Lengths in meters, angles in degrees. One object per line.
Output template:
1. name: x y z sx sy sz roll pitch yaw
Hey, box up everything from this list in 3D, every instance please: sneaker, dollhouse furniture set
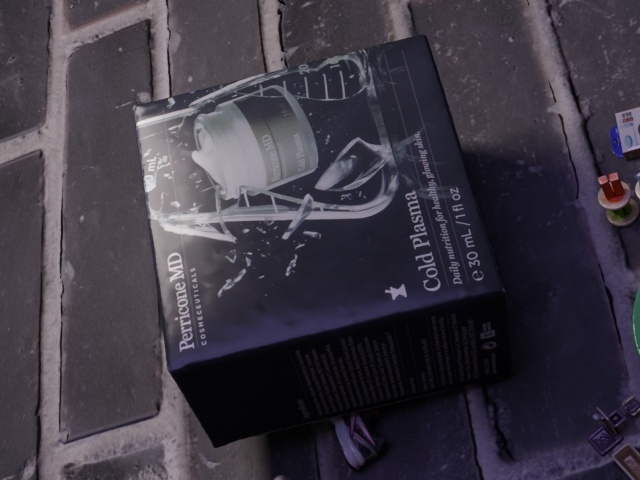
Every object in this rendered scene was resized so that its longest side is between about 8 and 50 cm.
1. sneaker: 0.050 0.268 1.943 0.077 0.072 0.178 -23 60 -3
2. dollhouse furniture set: 0.428 0.270 1.730 0.091 0.081 0.114 -39 51 0

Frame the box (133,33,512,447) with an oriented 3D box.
1. box: 0.000 0.000 1.905 0.472 0.297 0.480 -15 58 3

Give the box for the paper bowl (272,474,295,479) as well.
1. paper bowl: -0.030 0.472 1.702 0.148 0.284 0.284 -35 51 3

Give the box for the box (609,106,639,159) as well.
1. box: 0.530 -0.179 2.002 0.136 0.028 0.081 -14 55 17

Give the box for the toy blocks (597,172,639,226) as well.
1. toy blocks: 0.471 -0.071 1.885 0.123 0.148 0.054 17 68 33

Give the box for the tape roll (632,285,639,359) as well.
1. tape roll: 0.601 0.118 1.745 0.321 0.077 0.321 -12 55 19
